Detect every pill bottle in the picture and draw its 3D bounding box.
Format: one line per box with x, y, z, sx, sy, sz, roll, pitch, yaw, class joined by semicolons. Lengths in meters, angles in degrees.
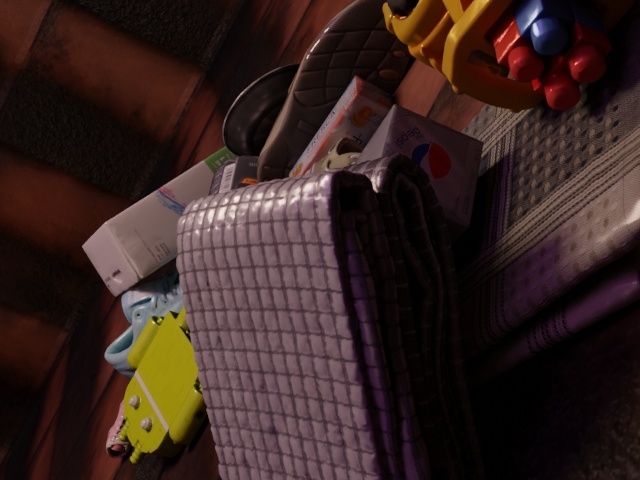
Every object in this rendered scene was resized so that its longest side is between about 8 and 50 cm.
-0.117;-0.004;1.444;0.130;0.130;0.246;-49;23;39;pill bottle

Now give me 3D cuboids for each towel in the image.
0.179;-0.037;0.804;0.324;0.056;0.312;-48;21;47;towel
0.007;0.085;0.776;0.235;0.121;0.284;-6;97;51;towel

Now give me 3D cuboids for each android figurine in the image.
-0.238;0.224;1.521;0.273;0.056;0.248;-58;38;12;android figurine

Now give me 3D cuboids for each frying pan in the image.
-0.106;-0.150;1.516;0.326;0.197;0.053;-42;61;14;frying pan

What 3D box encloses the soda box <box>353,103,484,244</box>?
0.045;0.003;0.913;0.286;0.091;0.098;125;164;-54;soda box

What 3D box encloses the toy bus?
0.158;-0.181;0.785;0.220;0.149;0.211;-50;36;48;toy bus

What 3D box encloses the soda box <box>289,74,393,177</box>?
0.027;-0.131;1.317;0.183;0.063;0.058;-53;20;29;soda box

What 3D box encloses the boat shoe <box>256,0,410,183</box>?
0.012;-0.219;1.372;0.355;0.132;0.130;-53;21;28;boat shoe

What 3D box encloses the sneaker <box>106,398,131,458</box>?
-0.359;0.348;1.783;0.134;0.051;0.070;-59;20;27;sneaker

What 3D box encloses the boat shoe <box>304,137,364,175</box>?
0.029;-0.062;1.152;0.094;0.109;0.302;-59;16;10;boat shoe

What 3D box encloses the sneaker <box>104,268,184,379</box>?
-0.258;0.110;1.654;0.366;0.150;0.135;-57;20;22;sneaker

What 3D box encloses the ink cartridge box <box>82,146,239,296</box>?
-0.266;-0.033;1.722;0.278;0.117;0.201;-36;4;-27;ink cartridge box
